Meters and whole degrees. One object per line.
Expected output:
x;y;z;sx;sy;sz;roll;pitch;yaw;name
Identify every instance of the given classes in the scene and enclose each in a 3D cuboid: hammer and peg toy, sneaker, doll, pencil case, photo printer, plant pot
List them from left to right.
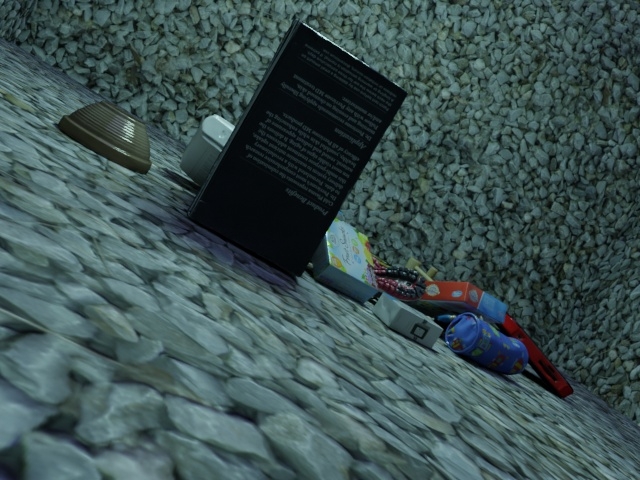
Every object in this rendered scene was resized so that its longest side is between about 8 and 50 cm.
-0.513;-0.271;1.488;0.237;0.109;0.237;31;5;-3;plant pot
-0.294;-0.228;1.846;0.256;0.107;0.307;35;-27;-12;photo printer
0.146;0.120;1.718;0.299;0.120;0.112;22;-32;2;sneaker
0.521;0.232;2.627;0.361;0.127;0.266;30;17;-20;hammer and peg toy
0.396;0.258;1.837;0.189;0.046;0.129;4;-33;-14;doll
0.493;0.307;1.771;0.306;0.119;0.133;28;27;-39;pencil case

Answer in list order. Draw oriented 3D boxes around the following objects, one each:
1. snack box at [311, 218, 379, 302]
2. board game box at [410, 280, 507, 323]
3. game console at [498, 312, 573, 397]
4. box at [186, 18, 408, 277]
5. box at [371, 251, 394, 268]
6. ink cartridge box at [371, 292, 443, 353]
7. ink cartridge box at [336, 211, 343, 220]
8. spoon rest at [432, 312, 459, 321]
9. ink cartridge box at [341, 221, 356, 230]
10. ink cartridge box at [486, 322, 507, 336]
0.058;0.042;1.575;0.175;0.070;0.207;30;32;-29;snack box
0.409;0.201;1.968;0.317;0.064;0.242;-2;-23;46;board game box
0.805;0.423;2.331;0.386;0.060;0.342;51;6;2;game console
-0.078;-0.219;1.478;0.297;0.471;0.480;31;4;-11;box
0.205;0.090;2.623;0.322;0.079;0.257;27;4;-46;box
0.229;0.206;1.492;0.180;0.060;0.104;29;4;-26;ink cartridge box
-0.080;-0.093;2.072;0.171;0.168;0.233;26;7;-40;ink cartridge box
0.489;0.313;1.960;0.276;0.084;0.137;29;5;-23;spoon rest
-0.022;-0.013;1.813;0.231;0.077;0.134;1;-7;20;ink cartridge box
0.609;0.347;2.365;0.218;0.092;0.158;30;4;5;ink cartridge box
